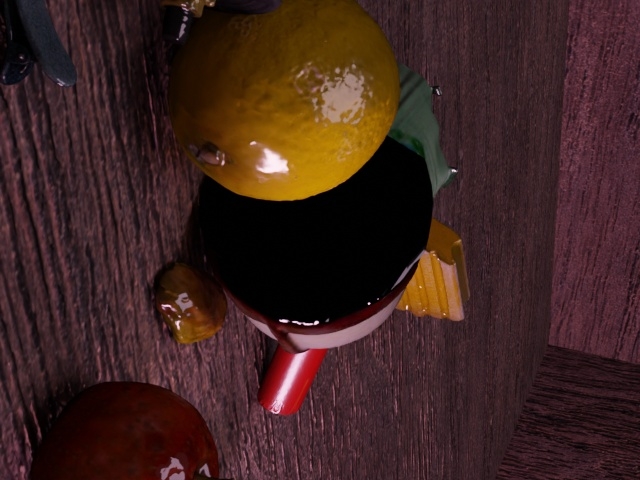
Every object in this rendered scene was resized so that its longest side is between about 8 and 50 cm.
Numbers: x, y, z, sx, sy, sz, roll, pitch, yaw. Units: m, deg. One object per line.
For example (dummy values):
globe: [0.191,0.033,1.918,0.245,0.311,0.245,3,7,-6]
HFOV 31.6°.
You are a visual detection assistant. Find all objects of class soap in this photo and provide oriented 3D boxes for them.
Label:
soap: [0.185,0.048,2.020,0.232,0.140,0.073,72,32,-52]

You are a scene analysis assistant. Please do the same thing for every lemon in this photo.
lemon: [-0.052,-0.149,1.199,0.219,0.240,0.240,-44,144,-27]

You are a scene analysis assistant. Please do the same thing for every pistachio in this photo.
pistachio: [-0.142,0.081,1.333,0.173,0.049,0.089,36,67,-67]

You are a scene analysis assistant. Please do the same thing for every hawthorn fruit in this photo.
hawthorn fruit: [-0.176,0.230,1.118,0.179,0.200,0.179,6,90,-72]

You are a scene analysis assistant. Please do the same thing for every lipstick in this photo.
lipstick: [-0.011,0.116,1.549,0.073,0.073,0.279,-33,150,-62]

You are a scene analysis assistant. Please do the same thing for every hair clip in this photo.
hair clip: [-0.242,-0.240,0.922,0.039,0.070,0.229,-29,120,-59]

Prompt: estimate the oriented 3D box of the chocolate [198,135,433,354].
chocolate: [0.000,0.000,1.373,0.186,0.284,0.283,65,40,-68]

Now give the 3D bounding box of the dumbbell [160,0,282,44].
dumbbell: [-0.092,-0.371,1.043,0.185,0.185,0.388,21,81,-69]

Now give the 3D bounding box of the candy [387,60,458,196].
candy: [0.055,-0.033,1.678,0.263,0.172,0.398,-45,162,-38]
